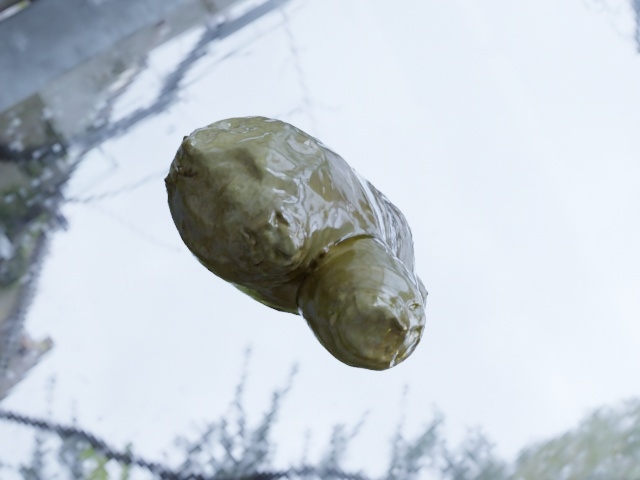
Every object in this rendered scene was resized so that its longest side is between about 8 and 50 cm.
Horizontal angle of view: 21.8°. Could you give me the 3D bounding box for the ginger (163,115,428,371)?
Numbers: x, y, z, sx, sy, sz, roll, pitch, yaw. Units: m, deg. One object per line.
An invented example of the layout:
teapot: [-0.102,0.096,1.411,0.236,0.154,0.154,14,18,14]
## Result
ginger: [0.003,-0.002,0.722,0.118,0.065,0.299,49,6,3]
